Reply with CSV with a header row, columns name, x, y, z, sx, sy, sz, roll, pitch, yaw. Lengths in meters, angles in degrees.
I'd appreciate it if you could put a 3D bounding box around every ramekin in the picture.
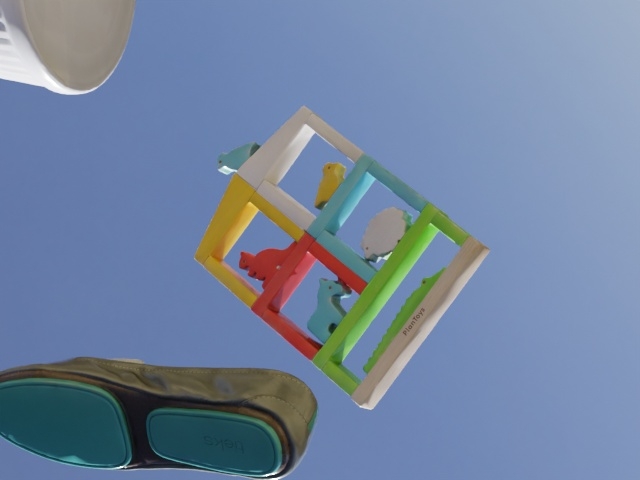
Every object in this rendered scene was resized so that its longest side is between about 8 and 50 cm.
name,x,y,z,sx,sy,sz,roll,pitch,yaw
ramekin,-0.310,-0.292,1.577,0.127,0.273,0.273,4,-169,18

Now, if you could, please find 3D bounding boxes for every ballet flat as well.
name,x,y,z,sx,sy,sz,roll,pitch,yaw
ballet flat,-0.102,0.104,0.901,0.213,0.072,0.068,5,-153,19

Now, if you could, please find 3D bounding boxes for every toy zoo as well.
name,x,y,z,sx,sy,sz,roll,pitch,yaw
toy zoo,0.000,0.000,1.436,0.293,0.192,0.030,39,-173,29
